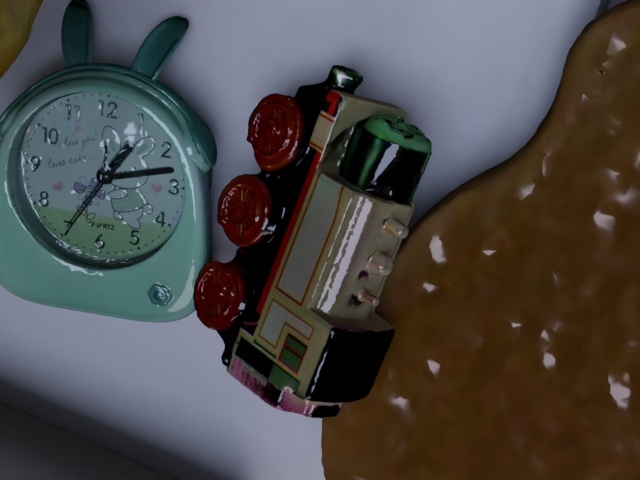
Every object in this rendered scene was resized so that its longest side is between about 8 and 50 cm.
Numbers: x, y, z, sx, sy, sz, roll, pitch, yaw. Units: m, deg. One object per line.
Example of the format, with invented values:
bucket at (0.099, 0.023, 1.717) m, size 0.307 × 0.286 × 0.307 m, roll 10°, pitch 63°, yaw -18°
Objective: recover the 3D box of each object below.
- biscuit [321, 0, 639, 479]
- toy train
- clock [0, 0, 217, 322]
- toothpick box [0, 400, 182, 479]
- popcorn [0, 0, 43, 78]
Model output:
biscuit at (0.189, 0.099, 0.491) m, size 0.385 × 0.062 × 0.365 m, roll 39°, pitch 117°, yaw 17°
toy train at (0.000, 0.000, 0.523) m, size 0.087 × 0.050 × 0.138 m, roll 31°, pitch 107°, yaw 39°
clock at (-0.091, -0.034, 0.557) m, size 0.101 × 0.041 × 0.135 m, roll 11°, pitch 109°, yaw 7°
toothpick box at (-0.134, 0.140, 0.588) m, size 0.180 × 0.111 × 0.111 m, roll 24°, pitch 111°, yaw 3°
popcorn at (-0.270, -0.112, 0.373) m, size 0.354 × 0.390 × 0.344 m, roll 34°, pitch 97°, yaw -27°
